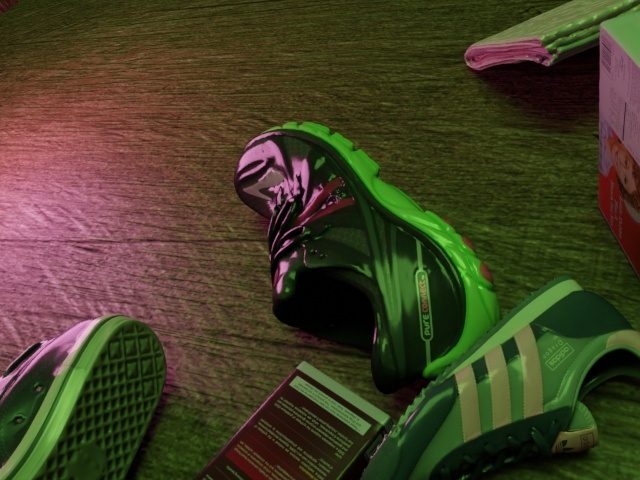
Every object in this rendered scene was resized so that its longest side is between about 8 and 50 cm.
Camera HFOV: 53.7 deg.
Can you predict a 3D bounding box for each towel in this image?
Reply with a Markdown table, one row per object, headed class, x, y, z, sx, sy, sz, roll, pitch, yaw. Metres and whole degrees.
| class | x | y | z | sx | sy | sz | roll | pitch | yaw |
| --- | --- | --- | --- | --- | --- | --- | --- | --- | --- |
| towel | 0.423 | -0.344 | 0.972 | 0.332 | 0.053 | 0.317 | -22 | 16 | 0 |

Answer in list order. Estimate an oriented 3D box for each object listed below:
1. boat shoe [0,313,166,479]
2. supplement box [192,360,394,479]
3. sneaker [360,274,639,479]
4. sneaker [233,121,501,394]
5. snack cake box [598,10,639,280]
| class | x | y | z | sx | sy | sz | roll | pitch | yaw |
| --- | --- | --- | --- | --- | --- | --- | --- | --- | --- |
| boat shoe | -0.329 | 0.283 | 0.647 | 0.156 | 0.186 | 0.500 | -7 | 39 | 24 |
| supplement box | -0.043 | 0.251 | 0.629 | 0.130 | 0.073 | 0.239 | 25 | 59 | 40 |
| sneaker | 0.180 | 0.168 | 0.595 | 0.319 | 0.112 | 0.131 | -40 | 54 | -11 |
| sneaker | 0.000 | 0.000 | 0.788 | 0.202 | 0.185 | 0.483 | -32 | 42 | -16 |
| snack cake box | 0.362 | -0.091 | 0.663 | 0.089 | 0.264 | 0.152 | -15 | 43 | 8 |
